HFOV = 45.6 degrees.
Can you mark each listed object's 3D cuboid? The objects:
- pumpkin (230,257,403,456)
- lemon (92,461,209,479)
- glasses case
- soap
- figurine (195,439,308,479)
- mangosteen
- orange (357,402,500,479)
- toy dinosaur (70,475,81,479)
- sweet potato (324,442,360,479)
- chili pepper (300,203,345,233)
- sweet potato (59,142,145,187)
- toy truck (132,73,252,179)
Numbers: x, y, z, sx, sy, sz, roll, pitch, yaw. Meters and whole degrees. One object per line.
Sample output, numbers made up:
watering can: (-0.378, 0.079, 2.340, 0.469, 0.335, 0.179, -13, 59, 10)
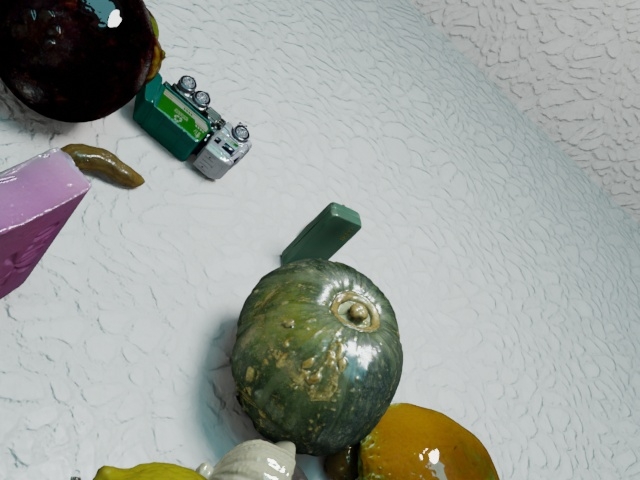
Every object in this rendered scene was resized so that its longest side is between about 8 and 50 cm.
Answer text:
pumpkin: (-0.011, 0.197, 1.292, 0.291, 0.257, 0.328, 28, 36, -6)
lemon: (-0.201, 0.405, 0.911, 0.267, 0.267, 0.267, 27, 40, -26)
glasses case: (0.000, 0.000, 1.554, 0.077, 0.184, 0.039, 22, 40, -31)
soap: (-0.441, 0.002, 1.037, 0.081, 0.259, 0.181, 47, 34, -1)
figurine: (-0.033, 0.421, 1.072, 0.332, 0.185, 0.204, 34, -5, 26)
mangosteen: (-0.440, -0.370, 1.374, 0.296, 0.297, 0.313, 32, 28, -20)
orange: (0.204, 0.430, 1.355, 0.334, 0.196, 0.262, 44, 24, -5)
toy dinosaur: (-0.319, 0.373, 1.006, 0.220, 0.032, 0.108, 31, 36, -24)
sweet potato: (0.060, 0.350, 1.394, 0.081, 0.062, 0.233, 60, 30, -15)
chili pepper: (0.002, -0.024, 1.697, 0.059, 0.050, 0.191, 50, 48, -2)
sweet potato: (-0.401, -0.141, 1.392, 0.182, 0.053, 0.054, 16, 40, -35)
toy truck: (-0.271, -0.240, 1.575, 0.253, 0.114, 0.124, 42, 49, -8)
